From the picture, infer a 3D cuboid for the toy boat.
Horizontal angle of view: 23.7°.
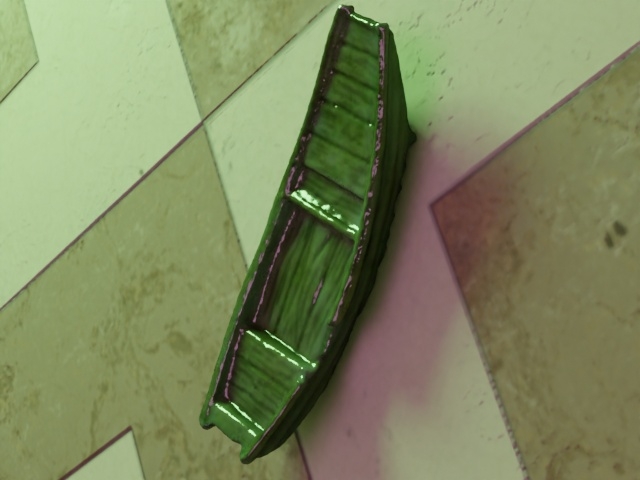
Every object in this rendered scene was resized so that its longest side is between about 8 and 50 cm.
[{"bbox_3d":[0.000,0.000,0.964,0.093,0.055,0.293,33,110,45],"label":"toy boat"}]
